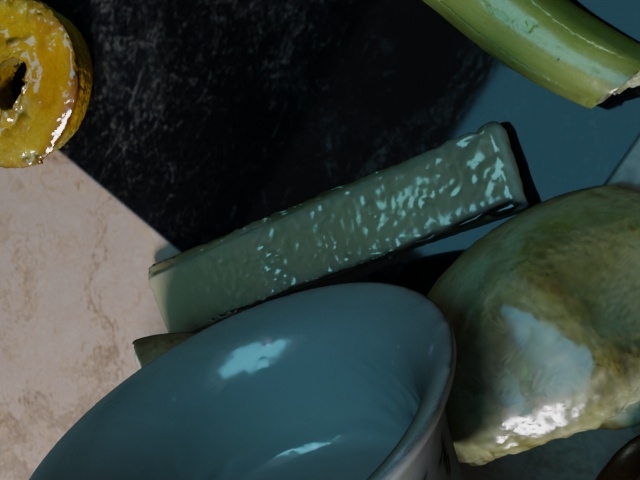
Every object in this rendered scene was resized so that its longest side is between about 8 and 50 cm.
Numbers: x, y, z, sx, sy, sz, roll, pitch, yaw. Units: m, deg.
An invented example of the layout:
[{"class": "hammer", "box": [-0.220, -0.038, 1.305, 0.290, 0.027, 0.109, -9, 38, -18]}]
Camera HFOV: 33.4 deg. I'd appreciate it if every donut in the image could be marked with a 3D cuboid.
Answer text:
[{"class": "donut", "box": [-0.308, -0.166, 1.115, 0.162, 0.065, 0.178, 45, 111, 10]}]

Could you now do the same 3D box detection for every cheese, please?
[{"class": "cheese", "box": [0.001, -0.001, 0.994, 0.400, 0.034, 0.085, -22, 81, 26]}]

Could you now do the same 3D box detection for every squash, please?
[{"class": "squash", "box": [0.155, -0.193, 0.872, 0.250, 0.083, 0.083, 42, 111, 15]}]

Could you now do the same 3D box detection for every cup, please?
[{"class": "cup", "box": [-0.036, 0.193, 0.773, 0.347, 0.347, 0.163, -15, 114, 27]}]

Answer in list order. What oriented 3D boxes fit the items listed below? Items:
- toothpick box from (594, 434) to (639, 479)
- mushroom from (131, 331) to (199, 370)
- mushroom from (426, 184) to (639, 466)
[{"class": "toothpick box", "box": [0.313, 0.234, 0.729, 0.294, 0.192, 0.192, -1, 96, 54]}, {"class": "mushroom", "box": [-0.099, 0.218, 0.999, 0.189, 0.195, 0.254, 9, 85, -6]}, {"class": "mushroom", "box": [0.179, 0.067, 0.838, 0.267, 0.164, 0.190, -20, 87, 27]}]
